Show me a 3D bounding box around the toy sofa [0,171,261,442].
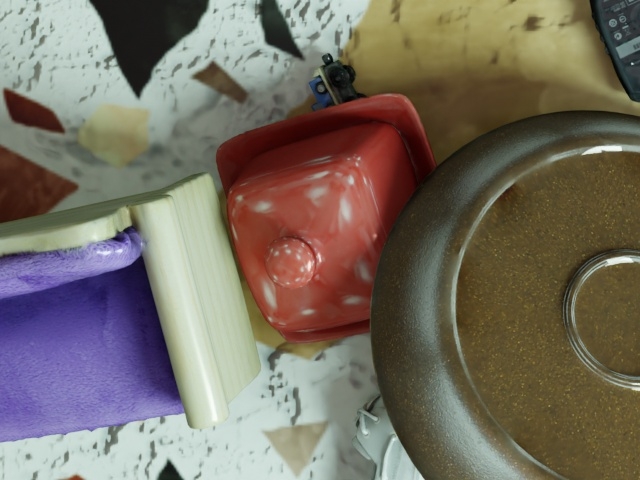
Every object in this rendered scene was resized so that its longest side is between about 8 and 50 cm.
[{"bbox_3d":[-0.238,0.071,0.968,0.363,0.177,0.150,-11,99,17],"label":"toy sofa"}]

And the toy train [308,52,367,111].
[{"bbox_3d":[0.032,-0.056,1.032,0.036,0.027,0.158,-23,96,19],"label":"toy train"}]

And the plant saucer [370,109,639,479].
[{"bbox_3d":[0.187,0.053,0.914,0.311,0.050,0.310,2,72,-6],"label":"plant saucer"}]

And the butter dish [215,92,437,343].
[{"bbox_3d":[0.000,0.000,0.981,0.160,0.118,0.160,-14,101,26],"label":"butter dish"}]

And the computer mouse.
[{"bbox_3d":[0.246,-0.092,1.006,0.071,0.041,0.242,-22,103,8],"label":"computer mouse"}]

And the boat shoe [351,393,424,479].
[{"bbox_3d":[0.054,0.143,1.045,0.063,0.066,0.184,5,109,3],"label":"boat shoe"}]
